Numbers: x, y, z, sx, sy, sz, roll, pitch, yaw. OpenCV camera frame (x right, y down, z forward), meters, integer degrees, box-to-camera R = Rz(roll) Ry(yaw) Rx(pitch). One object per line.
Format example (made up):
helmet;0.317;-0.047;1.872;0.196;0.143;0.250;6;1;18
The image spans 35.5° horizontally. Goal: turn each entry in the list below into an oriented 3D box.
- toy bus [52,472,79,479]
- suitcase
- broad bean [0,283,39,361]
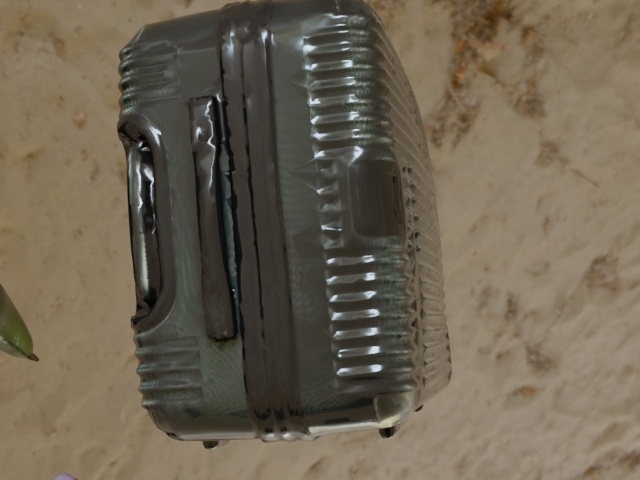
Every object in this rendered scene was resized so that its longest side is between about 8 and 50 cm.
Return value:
toy bus;-0.151;0.296;0.834;0.090;0.112;0.274;-55;148;-24
suitcase;0.000;0.000;0.545;0.128;0.202;0.312;-6;173;10
broad bean;-0.332;0.006;0.788;0.325;0.075;0.067;51;59;-38
